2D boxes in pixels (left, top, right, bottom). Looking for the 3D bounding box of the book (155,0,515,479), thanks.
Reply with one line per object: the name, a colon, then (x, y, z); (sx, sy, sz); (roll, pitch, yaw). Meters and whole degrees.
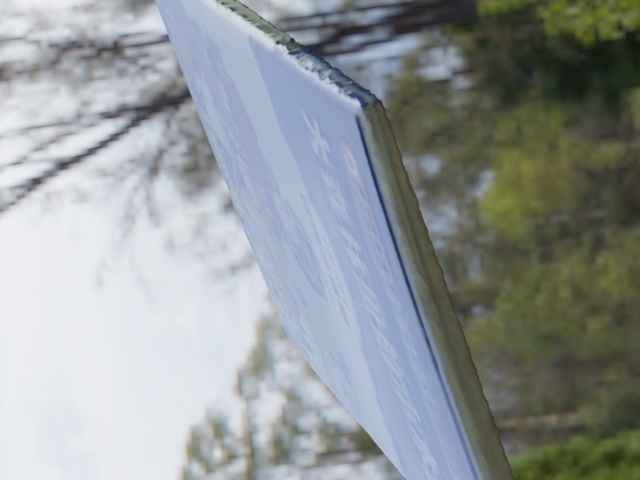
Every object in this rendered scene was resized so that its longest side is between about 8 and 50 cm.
book: (0.000, 0.000, 0.831); (0.228, 0.018, 0.322); (69, 170, -23)
